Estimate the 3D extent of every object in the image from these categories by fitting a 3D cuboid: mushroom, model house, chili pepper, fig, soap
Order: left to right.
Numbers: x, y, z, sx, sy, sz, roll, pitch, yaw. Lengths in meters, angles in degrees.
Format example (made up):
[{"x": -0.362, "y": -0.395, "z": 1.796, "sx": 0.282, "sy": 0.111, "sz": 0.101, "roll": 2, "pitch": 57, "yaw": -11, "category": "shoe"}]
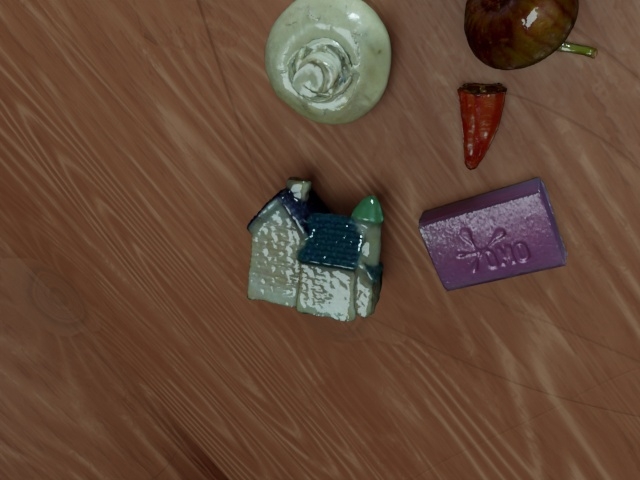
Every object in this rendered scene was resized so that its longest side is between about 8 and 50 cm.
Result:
[{"x": -0.001, "y": 0.001, "z": 1.122, "sx": 0.298, "sy": 0.243, "sz": 0.285, "roll": 8, "pitch": 113, "yaw": 15, "category": "model house"}, {"x": 0.012, "y": -0.331, "z": 0.936, "sx": 0.245, "sy": 0.202, "sz": 0.246, "roll": 7, "pitch": 127, "yaw": 9, "category": "mushroom"}, {"x": 0.303, "y": -0.213, "z": 0.963, "sx": 0.088, "sy": 0.065, "sz": 0.169, "roll": 10, "pitch": 125, "yaw": 19, "category": "chili pepper"}, {"x": 0.359, "y": -0.006, "z": 1.045, "sx": 0.259, "sy": 0.081, "sz": 0.181, "roll": -16, "pitch": 111, "yaw": 30, "category": "soap"}, {"x": 0.341, "y": -0.354, "z": 0.824, "sx": 0.175, "sy": 0.207, "sz": 0.175, "roll": -8, "pitch": 78, "yaw": 42, "category": "fig"}]
